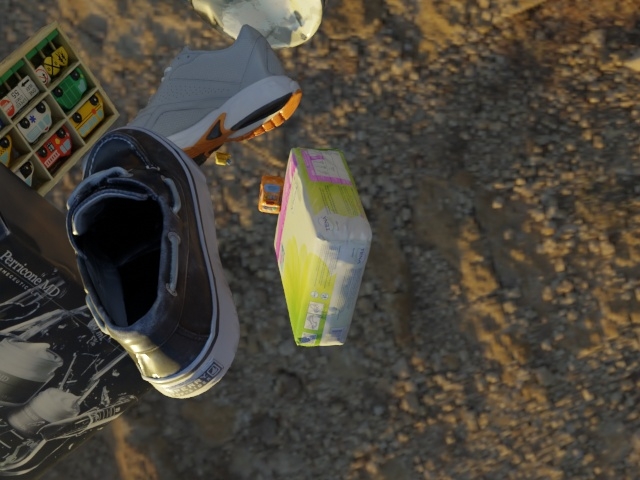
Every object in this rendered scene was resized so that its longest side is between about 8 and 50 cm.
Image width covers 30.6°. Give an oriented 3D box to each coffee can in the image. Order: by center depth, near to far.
[{"bbox_3d":[-0.053,-0.433,1.624,0.201,0.201,0.275,-13,45,40],"label":"coffee can"}]

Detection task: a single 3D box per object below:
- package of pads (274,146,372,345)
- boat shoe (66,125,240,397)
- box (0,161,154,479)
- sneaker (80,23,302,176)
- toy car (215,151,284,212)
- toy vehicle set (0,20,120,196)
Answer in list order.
[{"bbox_3d":[0.000,0.000,1.964,0.296,0.101,0.229,-107,24,-53],"label":"package of pads"},{"bbox_3d":[-0.148,-0.011,0.908,0.108,0.102,0.301,-33,42,10],"label":"boat shoe"},{"bbox_3d":[-0.388,0.109,1.307,0.312,0.343,0.179,-39,52,3],"label":"box"},{"bbox_3d":[-0.158,-0.149,1.323,0.262,0.099,0.121,-26,78,0],"label":"sneaker"},{"bbox_3d":[-0.106,-0.077,1.679,0.122,0.040,0.060,23,112,-9],"label":"toy car"},{"bbox_3d":[-0.399,-0.165,1.609,0.035,0.267,0.166,-13,121,37],"label":"toy vehicle set"}]
